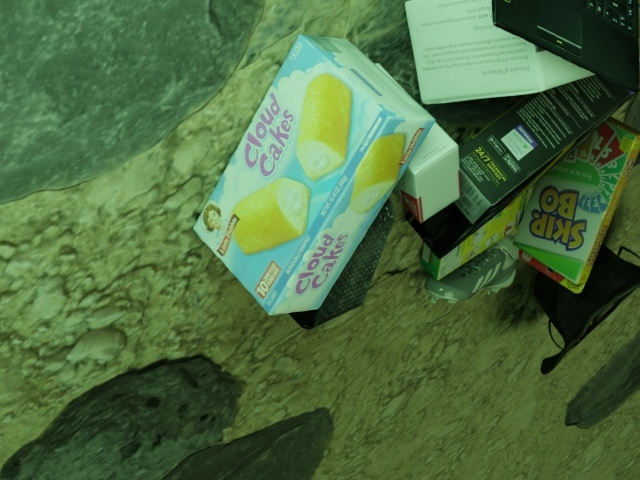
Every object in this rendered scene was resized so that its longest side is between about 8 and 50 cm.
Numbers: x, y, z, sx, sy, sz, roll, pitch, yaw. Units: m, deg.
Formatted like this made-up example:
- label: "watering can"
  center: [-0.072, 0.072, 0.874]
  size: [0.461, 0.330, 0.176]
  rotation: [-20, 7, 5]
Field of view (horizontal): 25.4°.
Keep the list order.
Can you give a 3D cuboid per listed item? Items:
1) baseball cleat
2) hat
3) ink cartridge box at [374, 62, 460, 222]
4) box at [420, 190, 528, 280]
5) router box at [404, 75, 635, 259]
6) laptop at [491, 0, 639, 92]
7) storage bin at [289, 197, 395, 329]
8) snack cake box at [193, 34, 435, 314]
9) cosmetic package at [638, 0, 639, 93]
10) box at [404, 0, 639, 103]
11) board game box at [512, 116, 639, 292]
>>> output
- label: "baseball cleat"
  center: [0.228, 0.032, 2.099]
  size: [0.206, 0.072, 0.109]
  rotation: [-12, 125, -54]
- label: "hat"
  center: [0.439, 0.073, 2.356]
  size: [0.331, 0.134, 0.331]
  rotation: [-41, 171, -8]
- label: "ink cartridge box"
  center: [0.089, -0.111, 1.603]
  size: [0.063, 0.150, 0.109]
  rotation: [-34, 151, -11]
- label: "box"
  center: [0.225, -0.027, 2.023]
  size: [0.179, 0.043, 0.105]
  rotation: [-29, 149, -24]
- label: "router box"
  center: [0.245, -0.106, 1.783]
  size: [0.243, 0.081, 0.309]
  rotation: [-38, 174, -14]
- label: "laptop"
  center: [0.295, -0.317, 1.415]
  size: [0.234, 0.264, 0.136]
  rotation: [17, 158, -39]
- label: "storage bin"
  center: [0.000, 0.000, 1.662]
  size: [0.084, 0.122, 0.180]
  rotation: [-23, 146, -36]
- label: "snack cake box"
  center: [-0.012, -0.069, 1.519]
  size: [0.089, 0.152, 0.264]
  rotation: [-4, 132, -51]
- label: "cosmetic package"
  center: [0.486, -0.309, 1.808]
  size: [0.129, 0.153, 0.296]
  rotation: [-48, 164, -29]
- label: "box"
  center: [0.222, -0.229, 1.560]
  size: [0.181, 0.182, 0.119]
  rotation: [-20, 103, -40]
- label: "board game box"
  center: [0.362, -0.060, 2.025]
  size: [0.039, 0.124, 0.259]
  rotation: [-13, 128, -45]
